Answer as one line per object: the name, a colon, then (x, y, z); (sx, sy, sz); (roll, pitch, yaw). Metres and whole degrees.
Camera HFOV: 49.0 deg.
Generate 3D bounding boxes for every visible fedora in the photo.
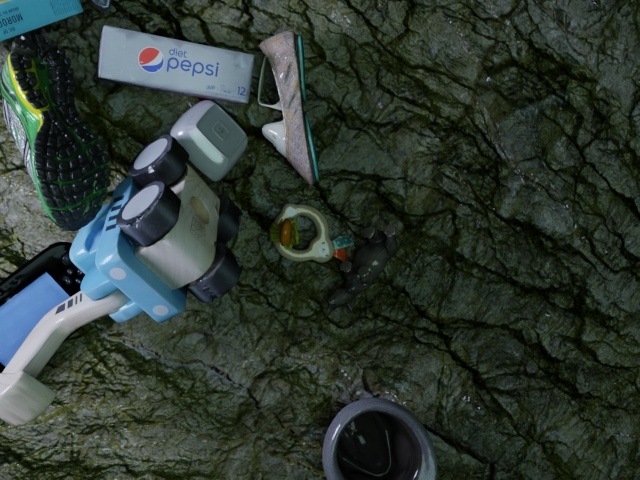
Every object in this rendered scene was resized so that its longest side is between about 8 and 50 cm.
fedora: (0.118, 0.478, 1.589); (0.275, 0.124, 0.243); (46, 79, -11)

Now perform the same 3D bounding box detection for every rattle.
rattle: (0.000, 0.000, 1.477); (0.200, 0.143, 0.130); (32, 70, -15)

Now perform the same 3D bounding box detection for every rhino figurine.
rhino figurine: (0.087, 0.072, 1.538); (0.073, 0.106, 0.243); (34, 85, 21)

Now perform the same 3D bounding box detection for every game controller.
game controller: (-0.560, 0.146, 1.334); (0.319, 0.067, 0.166); (-39, 108, -10)

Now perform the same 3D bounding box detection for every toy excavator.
toy excavator: (-0.382, 0.083, 1.271); (0.445, 0.432, 0.222); (-28, 126, 19)

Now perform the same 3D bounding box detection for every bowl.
bowl: (-0.209, -0.203, 1.377); (0.142, 0.053, 0.142); (46, 45, -16)

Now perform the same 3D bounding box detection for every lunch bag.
lunch bag: (-0.411, -0.466, 1.298); (0.053, 0.071, 0.083); (-23, 103, -10)

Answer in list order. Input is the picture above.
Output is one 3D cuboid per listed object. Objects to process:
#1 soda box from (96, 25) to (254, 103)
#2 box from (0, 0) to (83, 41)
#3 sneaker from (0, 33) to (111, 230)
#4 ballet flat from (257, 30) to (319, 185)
soda box: (-0.278, -0.334, 1.353); (0.287, 0.091, 0.098); (6, 97, -20)
box: (-0.550, -0.392, 1.219); (0.244, 0.100, 0.060); (-30, 128, -23)
sneaker: (-0.480, -0.181, 1.260); (0.134, 0.146, 0.343); (-12, 84, -40)
ballet flat: (-0.071, -0.265, 1.444); (0.106, 0.107, 0.315); (-7, 95, 2)
